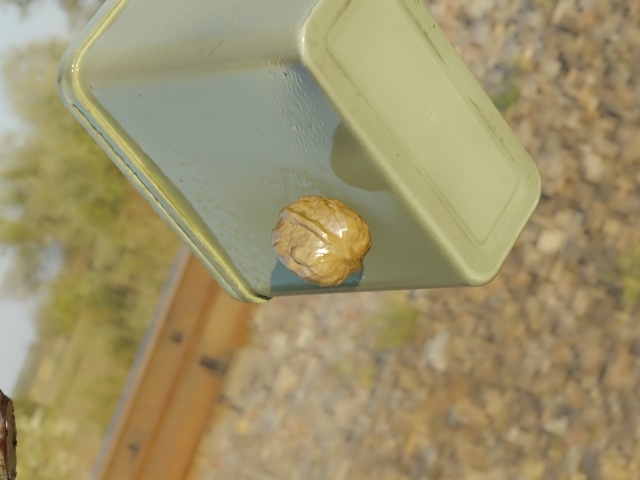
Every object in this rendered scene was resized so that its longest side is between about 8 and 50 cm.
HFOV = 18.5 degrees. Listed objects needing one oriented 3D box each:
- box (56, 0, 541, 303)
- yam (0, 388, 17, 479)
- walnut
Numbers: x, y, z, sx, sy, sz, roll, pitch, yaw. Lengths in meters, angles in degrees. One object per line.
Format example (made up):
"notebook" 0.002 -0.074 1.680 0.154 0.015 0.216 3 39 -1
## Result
"box" -0.018 -0.107 1.907 0.344 0.352 0.177 -3 44 46
"yam" -0.256 0.131 1.212 0.079 0.141 0.079 -5 -90 -89
"walnut" 0.000 0.000 1.765 0.079 0.082 0.096 -52 40 -6
